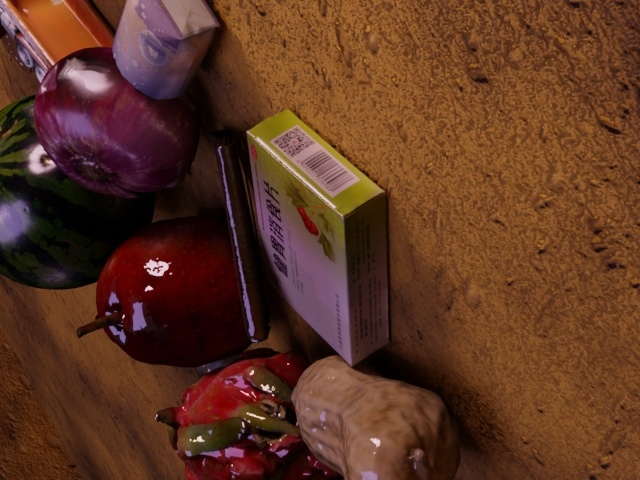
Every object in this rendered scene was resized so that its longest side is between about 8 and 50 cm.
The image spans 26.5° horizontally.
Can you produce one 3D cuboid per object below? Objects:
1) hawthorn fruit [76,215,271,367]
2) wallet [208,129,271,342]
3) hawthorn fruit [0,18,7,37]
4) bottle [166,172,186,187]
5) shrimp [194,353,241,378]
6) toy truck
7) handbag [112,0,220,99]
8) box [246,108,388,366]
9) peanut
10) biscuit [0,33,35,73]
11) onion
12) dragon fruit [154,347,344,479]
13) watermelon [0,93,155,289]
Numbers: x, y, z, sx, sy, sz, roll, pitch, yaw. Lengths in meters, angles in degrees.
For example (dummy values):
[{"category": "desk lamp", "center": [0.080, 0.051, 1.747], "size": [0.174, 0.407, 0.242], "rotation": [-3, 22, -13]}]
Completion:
[{"category": "hawthorn fruit", "center": [-0.212, 0.074, 1.828], "size": [0.230, 0.266, 0.210], "rotation": [14, 113, 55]}, {"category": "wallet", "center": [-0.095, -0.009, 1.657], "size": [0.133, 0.039, 0.243], "rotation": [-109, 8, -76]}, {"category": "hawthorn fruit", "center": [-0.535, -0.375, 2.015], "size": [0.189, 0.189, 0.189], "rotation": [45, 154, 29]}, {"category": "bottle", "center": [-0.208, -0.118, 1.846], "size": [0.045, 0.045, 0.096], "rotation": [44, 152, 31]}, {"category": "shrimp", "center": [-0.171, 0.134, 2.088], "size": [0.185, 0.068, 0.287], "rotation": [-11, 99, 62]}, {"category": "toy truck", "center": [-0.387, -0.317, 1.875], "size": [0.270, 0.114, 0.135], "rotation": [50, 156, 15]}, {"category": "handbag", "center": [-0.181, -0.242, 1.586], "size": [0.117, 0.095, 0.173], "rotation": [60, 151, 13]}, {"category": "box", "center": [0.000, 0.000, 1.542], "size": [0.175, 0.062, 0.260], "rotation": [43, 154, 34]}, {"category": "peanut", "center": [0.071, 0.223, 1.564], "size": [0.291, 0.159, 0.143], "rotation": [-145, 62, -65]}, {"category": "biscuit", "center": [-0.492, -0.346, 2.171], "size": [0.133, 0.027, 0.184], "rotation": [54, 157, 15]}, {"category": "onion", "center": [-0.263, -0.158, 1.713], "size": [0.207, 0.200, 0.200], "rotation": [39, 151, 33]}, {"category": "dragon fruit", "center": [-0.073, 0.264, 1.800], "size": [0.237, 0.231, 0.302], "rotation": [51, 154, 6]}, {"category": "watermelon", "center": [-0.376, -0.071, 1.947], "size": [0.285, 0.285, 0.285], "rotation": [45, 154, 29]}]
